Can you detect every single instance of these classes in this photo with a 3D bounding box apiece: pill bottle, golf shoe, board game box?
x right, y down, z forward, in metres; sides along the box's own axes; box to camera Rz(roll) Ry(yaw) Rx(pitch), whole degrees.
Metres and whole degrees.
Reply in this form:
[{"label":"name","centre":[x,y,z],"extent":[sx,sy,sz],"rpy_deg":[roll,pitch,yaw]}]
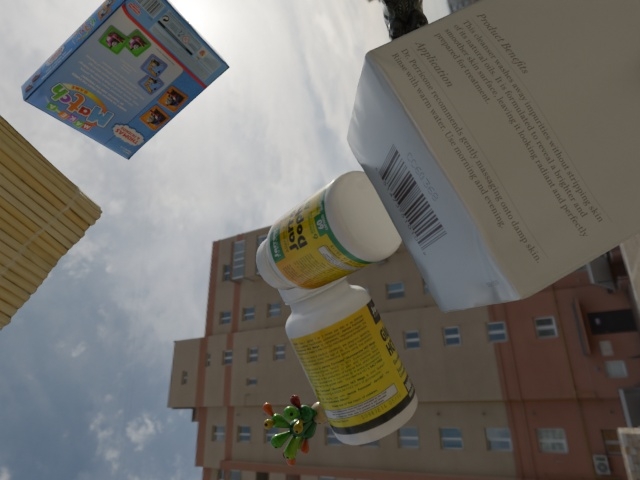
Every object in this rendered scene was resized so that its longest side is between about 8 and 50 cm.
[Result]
[{"label":"pill bottle","centre":[0.046,0.212,0.863],"extent":[0.188,0.188,0.333],"rpy_deg":[-26,-89,-60]},{"label":"golf shoe","centre":[0.110,-0.358,0.593],"extent":[0.198,0.077,0.093],"rpy_deg":[72,-173,-59]},{"label":"pill bottle","centre":[0.000,0.000,0.579],"extent":[0.118,0.208,0.117],"rpy_deg":[16,-118,-32]},{"label":"board game box","centre":[-0.253,-0.221,0.574],"extent":[0.039,0.212,0.160],"rpy_deg":[57,-169,29]}]

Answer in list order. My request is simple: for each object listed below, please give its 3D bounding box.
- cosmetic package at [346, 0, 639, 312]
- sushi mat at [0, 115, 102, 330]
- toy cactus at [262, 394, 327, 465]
[{"label":"cosmetic package","centre":[0.243,-0.119,0.384],"extent":[0.217,0.385,0.156],"rpy_deg":[63,171,10]},{"label":"sushi mat","centre":[-0.253,-0.072,0.184],"extent":[0.316,0.019,0.151],"rpy_deg":[57,-142,-40]},{"label":"toy cactus","centre":[-0.037,0.414,0.985],"extent":[0.181,0.112,0.218],"rpy_deg":[-25,-51,-20]}]
